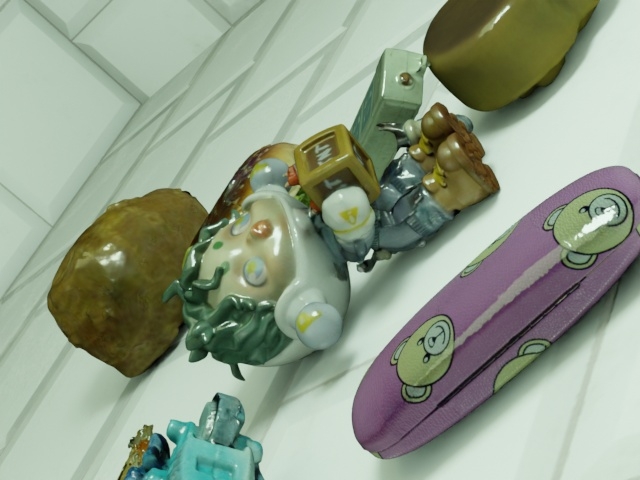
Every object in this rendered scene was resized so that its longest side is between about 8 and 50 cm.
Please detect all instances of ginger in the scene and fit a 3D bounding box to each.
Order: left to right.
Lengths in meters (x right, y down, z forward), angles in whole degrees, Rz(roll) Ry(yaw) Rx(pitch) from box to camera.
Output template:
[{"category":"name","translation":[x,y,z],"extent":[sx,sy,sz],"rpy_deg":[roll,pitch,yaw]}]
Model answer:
[{"category":"ginger","translation":[-0.270,0.053,1.985],"extent":[0.269,0.200,0.223],"rpy_deg":[-46,14,7]}]

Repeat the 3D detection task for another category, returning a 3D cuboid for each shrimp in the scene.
[{"category":"shrimp","translation":[-0.209,0.280,1.598],"extent":[0.091,0.043,0.184],"rpy_deg":[-36,25,14]}]

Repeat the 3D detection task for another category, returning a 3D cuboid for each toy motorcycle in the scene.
[{"category":"toy motorcycle","translation":[-0.117,0.268,1.220],"extent":[0.260,0.154,0.206],"rpy_deg":[-87,18,-60]}]

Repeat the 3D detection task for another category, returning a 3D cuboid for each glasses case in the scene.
[{"category":"glasses case","translation":[0.145,0.060,1.110],"extent":[0.316,0.076,0.123],"rpy_deg":[-43,16,16]}]

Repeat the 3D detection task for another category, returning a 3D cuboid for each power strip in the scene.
[{"category":"power strip","translation":[0.069,-0.133,1.623],"extent":[0.272,0.052,0.078],"rpy_deg":[116,162,-62]}]

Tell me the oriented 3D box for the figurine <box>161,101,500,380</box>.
[{"category":"figurine","translation":[-0.001,0.001,1.453],"extent":[0.382,0.186,0.261],"rpy_deg":[-37,30,18]}]

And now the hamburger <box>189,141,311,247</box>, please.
[{"category":"hamburger","translation":[-0.081,-0.009,1.764],"extent":[0.243,0.146,0.286],"rpy_deg":[-48,16,27]}]

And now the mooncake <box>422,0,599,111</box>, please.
[{"category":"mooncake","translation":[0.219,-0.248,1.563],"extent":[0.235,0.117,0.235],"rpy_deg":[-47,16,17]}]
